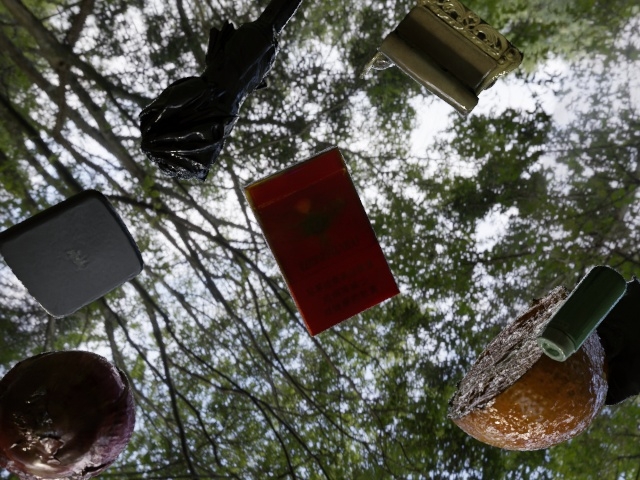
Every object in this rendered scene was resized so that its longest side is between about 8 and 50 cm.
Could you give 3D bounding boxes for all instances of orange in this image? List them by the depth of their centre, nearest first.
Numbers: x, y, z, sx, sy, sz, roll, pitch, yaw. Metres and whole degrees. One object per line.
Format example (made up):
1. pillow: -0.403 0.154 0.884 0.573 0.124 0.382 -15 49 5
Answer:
1. orange: 0.339 0.206 0.857 0.274 0.274 0.310 -9 -150 4

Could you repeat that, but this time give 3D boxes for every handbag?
1. handbag: 0.618 0.200 1.060 0.211 0.089 0.254 -25 -142 12

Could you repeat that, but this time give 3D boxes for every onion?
1. onion: -0.416 0.287 0.822 0.229 0.163 0.230 1 -95 -15

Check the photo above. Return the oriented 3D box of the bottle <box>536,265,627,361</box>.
1. bottle: 0.203 0.057 0.402 0.083 0.030 0.030 -42 -127 -17

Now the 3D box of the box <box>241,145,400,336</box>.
1. box: 0.001 0.000 0.999 0.197 0.313 0.089 -25 -169 -7

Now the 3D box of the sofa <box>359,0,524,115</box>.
1. sofa: 0.200 -0.302 0.891 0.200 0.182 0.258 35 -158 -4

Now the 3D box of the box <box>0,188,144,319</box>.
1. box: -0.278 0.015 0.589 0.125 0.126 0.027 -32 -142 -18

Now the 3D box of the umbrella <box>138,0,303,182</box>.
1. umbrella: -0.116 -0.228 0.694 0.118 0.118 0.340 24 -108 29
